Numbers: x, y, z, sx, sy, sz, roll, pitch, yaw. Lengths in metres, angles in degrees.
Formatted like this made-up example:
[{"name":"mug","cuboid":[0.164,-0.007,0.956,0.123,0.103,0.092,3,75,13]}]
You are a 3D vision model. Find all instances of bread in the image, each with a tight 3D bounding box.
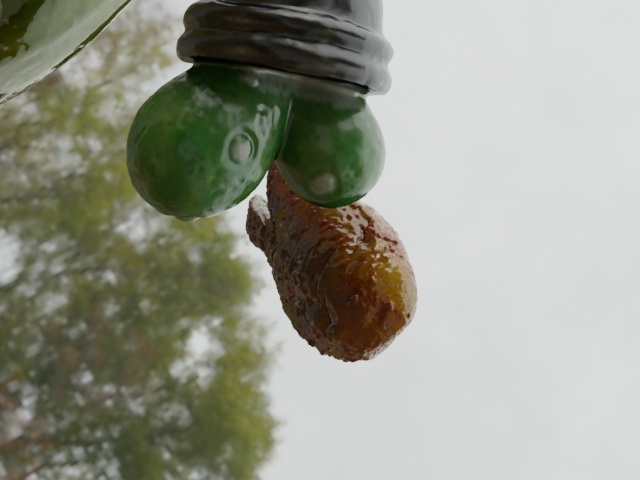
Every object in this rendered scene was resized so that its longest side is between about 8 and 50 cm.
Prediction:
[{"name":"bread","cuboid":[-0.002,0.009,1.369,0.269,0.095,0.139,51,-57,39]}]

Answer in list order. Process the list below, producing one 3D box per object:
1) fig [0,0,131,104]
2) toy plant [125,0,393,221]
[{"name":"fig","cuboid":[-0.198,-0.161,0.760,0.230,0.207,0.207,-15,-76,33]},{"name":"toy plant","cuboid":[-0.040,-0.124,1.214,0.175,0.218,0.235,-167,-94,-65]}]
